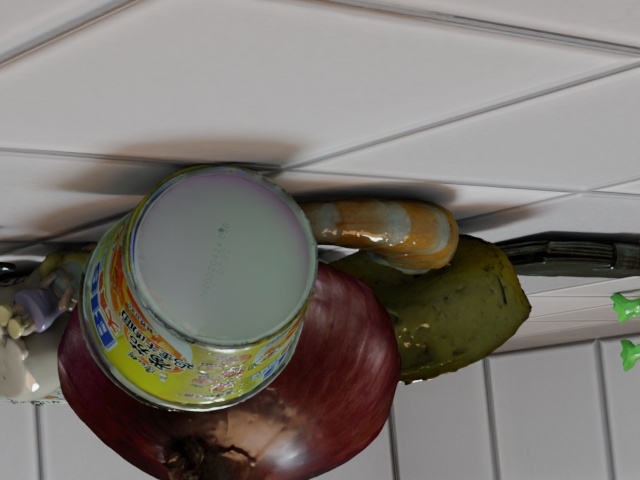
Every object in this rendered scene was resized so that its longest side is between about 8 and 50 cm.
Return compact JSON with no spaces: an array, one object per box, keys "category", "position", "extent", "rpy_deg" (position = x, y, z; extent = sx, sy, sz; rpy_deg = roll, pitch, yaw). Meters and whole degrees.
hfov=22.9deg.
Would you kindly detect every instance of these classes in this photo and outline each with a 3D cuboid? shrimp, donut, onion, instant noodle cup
[{"category":"shrimp","position":[0.026,-0.004,1.543],"extent":[0.287,0.068,0.185],"rpy_deg":[-1,172,-25]},{"category":"donut","position":[0.096,0.067,1.750],"extent":[0.272,0.107,0.272],"rpy_deg":[-16,-163,5]},{"category":"onion","position":[-0.092,0.156,1.550],"extent":[0.348,0.285,0.347],"rpy_deg":[4,145,2]},{"category":"instant noodle cup","position":[-0.096,0.030,1.335],"extent":[0.205,0.205,0.153],"rpy_deg":[-3,161,-15]}]

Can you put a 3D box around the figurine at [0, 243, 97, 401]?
[{"category":"figurine","position":[-0.263,0.067,1.704],"extent":[0.235,0.127,0.155],"rpy_deg":[-35,151,-40]}]

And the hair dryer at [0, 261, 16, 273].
[{"category":"hair dryer","position":[-0.445,0.024,1.495],"extent":[0.196,0.078,0.248],"rpy_deg":[-13,164,38]}]

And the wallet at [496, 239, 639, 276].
[{"category":"wallet","position":[0.341,0.025,2.052],"extent":[0.317,0.044,0.169],"rpy_deg":[3,173,-39]}]

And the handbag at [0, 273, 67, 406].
[{"category":"handbag","position":[-0.359,0.117,1.903],"extent":[0.171,0.151,0.298],"rpy_deg":[-1,170,14]}]

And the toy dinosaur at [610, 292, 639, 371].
[{"category":"toy dinosaur","position":[0.726,0.138,2.787],"extent":[0.374,0.144,0.500],"rpy_deg":[-7,178,-19]}]

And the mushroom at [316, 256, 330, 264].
[{"category":"mushroom","position":[-0.003,0.061,1.967],"extent":[0.092,0.081,0.223],"rpy_deg":[-11,172,17]}]
